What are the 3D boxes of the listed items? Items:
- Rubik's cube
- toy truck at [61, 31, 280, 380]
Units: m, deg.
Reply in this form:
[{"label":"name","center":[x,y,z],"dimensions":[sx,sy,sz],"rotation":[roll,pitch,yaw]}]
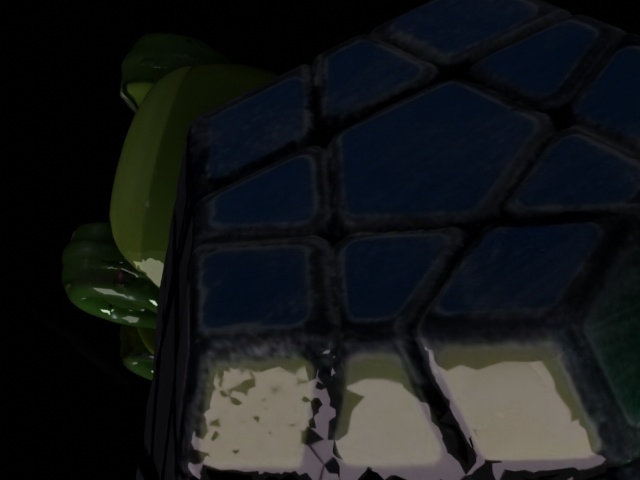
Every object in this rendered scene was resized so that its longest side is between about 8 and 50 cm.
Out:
[{"label":"Rubik's cube","center":[0.072,0.066,0.691],"dimensions":[0.319,0.319,0.264],"rotation":[18,144,39]},{"label":"toy truck","center":[-0.013,0.003,0.937],"dimensions":[0.210,0.148,0.187],"rotation":[13,161,-1]}]
